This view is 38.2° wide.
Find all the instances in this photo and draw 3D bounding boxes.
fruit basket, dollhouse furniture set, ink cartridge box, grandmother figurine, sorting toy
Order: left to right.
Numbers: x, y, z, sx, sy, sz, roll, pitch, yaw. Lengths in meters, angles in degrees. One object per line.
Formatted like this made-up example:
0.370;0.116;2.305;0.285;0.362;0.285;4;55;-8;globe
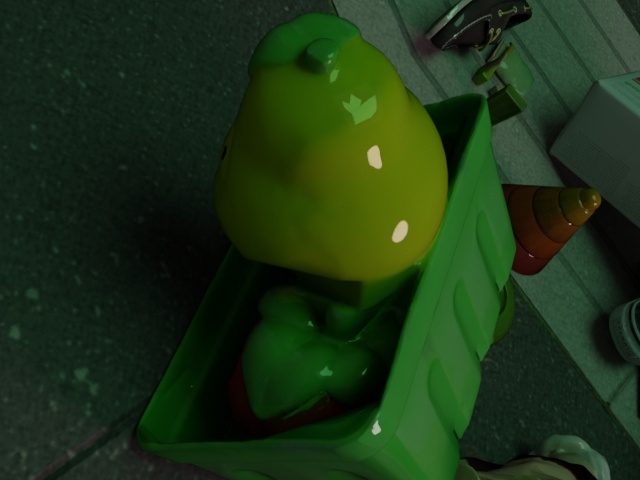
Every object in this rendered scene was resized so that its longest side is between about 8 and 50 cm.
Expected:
0.000;0.000;0.748;0.392;0.283;0.392;16;69;-49;fruit basket
0.253;-0.214;1.211;0.076;0.058;0.151;48;48;-14;dollhouse furniture set
0.218;0.031;1.031;0.127;0.126;0.365;54;46;-9;sorting toy
0.205;0.244;0.888;0.342;0.208;0.104;17;88;-59;grandmother figurine
0.519;-0.093;1.247;0.272;0.130;0.309;-18;55;-43;ink cartridge box

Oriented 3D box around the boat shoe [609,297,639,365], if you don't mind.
0.517;0.095;1.231;0.335;0.119;0.121;-15;83;-45;boat shoe

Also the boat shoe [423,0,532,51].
0.211;-0.285;1.190;0.068;0.081;0.228;54;45;-3;boat shoe

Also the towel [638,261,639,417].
0.471;0.148;1.267;0.102;0.021;0.237;32;54;-30;towel
